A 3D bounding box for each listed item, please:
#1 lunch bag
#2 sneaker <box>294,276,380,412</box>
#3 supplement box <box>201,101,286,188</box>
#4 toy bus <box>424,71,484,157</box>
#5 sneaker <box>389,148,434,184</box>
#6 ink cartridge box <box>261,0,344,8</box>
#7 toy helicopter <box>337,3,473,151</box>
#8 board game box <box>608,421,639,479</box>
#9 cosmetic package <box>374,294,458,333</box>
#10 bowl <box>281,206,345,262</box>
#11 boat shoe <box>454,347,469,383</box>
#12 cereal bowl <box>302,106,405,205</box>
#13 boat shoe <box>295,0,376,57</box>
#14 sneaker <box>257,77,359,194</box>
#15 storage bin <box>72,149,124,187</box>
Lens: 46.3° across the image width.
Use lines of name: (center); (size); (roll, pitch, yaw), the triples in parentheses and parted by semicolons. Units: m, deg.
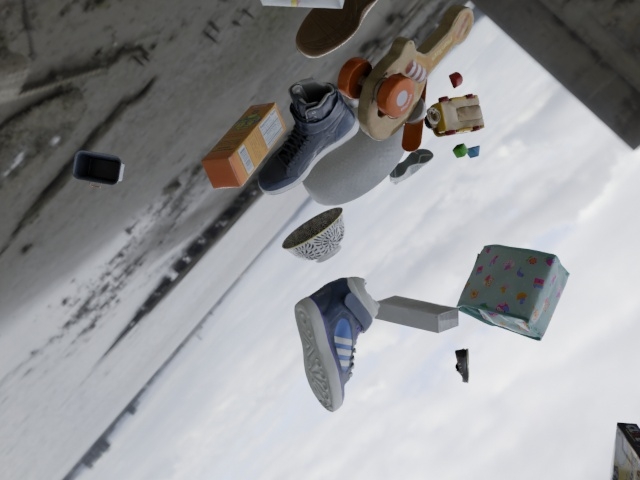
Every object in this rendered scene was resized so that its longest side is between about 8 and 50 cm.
lunch bag: (0.531, 0.135, 2.112); (0.262, 0.160, 0.224); (14, -109, 43)
sneaker: (0.074, 0.251, 1.902); (0.236, 0.323, 0.130); (-23, -161, -29)
supplement box: (-0.160, -0.206, 1.606); (0.078, 0.080, 0.233); (-2, -145, 29)
toy bus: (0.327, -0.314, 1.928); (0.104, 0.202, 0.191); (-11, -134, 51)
sneaker: (0.259, -0.214, 2.162); (0.152, 0.054, 0.061); (-30, 157, -12)
ink cartridge box: (-0.039, -0.546, 1.465); (0.127, 0.176, 0.128); (60, 41, -66)
toy helicopter: (0.208, -0.346, 1.561); (0.355, 0.140, 0.235); (-48, 144, -14)
board game box: (0.603, 0.501, 1.447); (0.165, 0.042, 0.244); (-73, 165, -75)
cosmetic package: (0.274, 0.213, 2.166); (0.098, 0.061, 0.239); (-8, -168, -43)
bowl: (0.000, 0.000, 1.772); (0.170, 0.080, 0.170); (-30, -164, 10)
boat shoe: (0.397, 0.351, 2.095); (0.049, 0.042, 0.133); (-84, 165, -48)
cereal bowl: (0.073, -0.267, 2.139); (0.338, 0.141, 0.339); (-28, -147, 21)
boat shoe: (0.051, -0.595, 2.004); (0.342, 0.123, 0.123); (-53, -176, -20)
sneaker: (-0.046, -0.192, 1.348); (0.226, 0.086, 0.163); (-41, 152, 0)
storage bin: (-0.636, -0.202, 2.173); (0.091, 0.135, 0.098); (-37, 136, -87)
